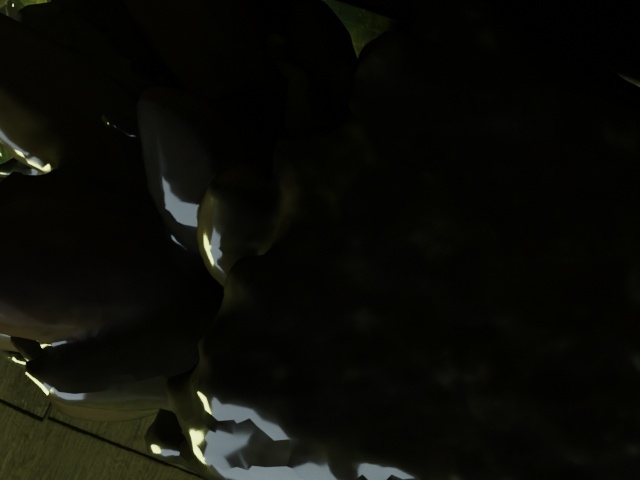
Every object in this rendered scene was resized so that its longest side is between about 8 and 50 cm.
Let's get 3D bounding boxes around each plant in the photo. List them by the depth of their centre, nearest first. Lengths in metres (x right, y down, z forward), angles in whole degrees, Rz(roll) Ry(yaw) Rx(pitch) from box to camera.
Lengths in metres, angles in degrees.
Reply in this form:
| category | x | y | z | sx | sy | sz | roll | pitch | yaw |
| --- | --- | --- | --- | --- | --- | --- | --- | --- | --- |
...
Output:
| category | x | y | z | sx | sy | sz | roll | pitch | yaw |
| --- | --- | --- | --- | --- | --- | --- | --- | --- | --- |
| plant | 0.000 | 0.000 | 0.518 | 0.321 | 0.181 | 0.194 | 27 | 171 | 9 |

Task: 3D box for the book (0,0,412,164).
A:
| category | x | y | z | sx | sy | sz | roll | pitch | yaw |
| --- | --- | --- | --- | --- | --- | --- | --- | --- | --- |
| book | -0.065 | -0.065 | 0.666 | 0.228 | 0.024 | 0.160 | 22 | 139 | 20 |
